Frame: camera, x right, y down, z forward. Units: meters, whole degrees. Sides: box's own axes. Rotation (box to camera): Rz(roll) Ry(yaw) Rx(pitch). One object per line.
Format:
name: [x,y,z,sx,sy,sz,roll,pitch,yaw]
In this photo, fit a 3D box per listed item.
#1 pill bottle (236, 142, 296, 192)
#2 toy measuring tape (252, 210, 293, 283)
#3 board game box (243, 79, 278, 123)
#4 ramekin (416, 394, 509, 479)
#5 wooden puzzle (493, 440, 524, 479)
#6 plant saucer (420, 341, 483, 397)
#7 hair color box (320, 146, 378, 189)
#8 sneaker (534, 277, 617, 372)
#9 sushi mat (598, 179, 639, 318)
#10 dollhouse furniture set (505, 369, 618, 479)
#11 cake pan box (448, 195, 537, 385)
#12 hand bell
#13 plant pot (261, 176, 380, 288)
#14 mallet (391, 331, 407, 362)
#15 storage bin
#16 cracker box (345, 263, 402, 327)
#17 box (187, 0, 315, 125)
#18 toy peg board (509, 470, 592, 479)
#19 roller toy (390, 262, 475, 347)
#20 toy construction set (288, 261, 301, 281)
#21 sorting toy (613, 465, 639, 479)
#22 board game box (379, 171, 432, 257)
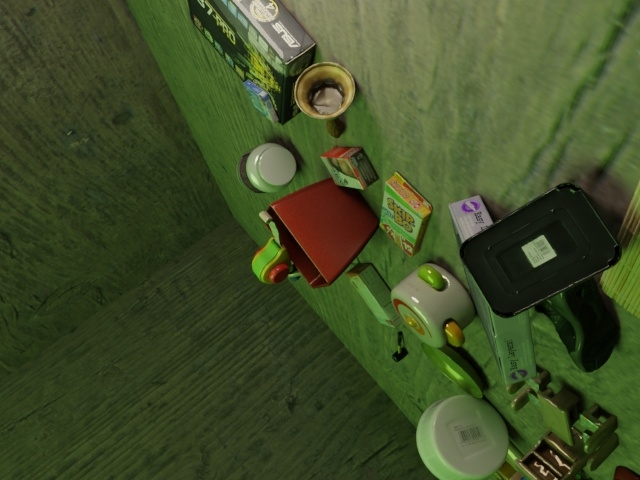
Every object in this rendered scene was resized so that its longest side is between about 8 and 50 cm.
pill bottle: [-0.183,-0.246,1.829,0.169,0.169,0.301,56,167,-14]
toy measuring tape: [-0.160,0.042,1.573,0.121,0.121,0.330,46,165,29]
board game box: [-0.152,-0.356,1.362,0.090,0.020,0.090,42,167,34]
ramekin: [0.454,0.624,1.678,0.277,0.277,0.135,49,159,19]
wooden puzzle: [0.615,0.767,1.891,0.322,0.080,0.348,49,166,19]
plant saucer: [0.415,0.391,1.653,0.241,0.037,0.241,43,168,11]
hair color box: [0.071,-0.186,1.355,0.093,0.053,0.167,59,165,-20]
sneaker: [0.412,0.117,0.895,0.227,0.087,0.130,55,178,-26]
sushi mat: [0.444,0.020,0.662,0.151,0.019,0.316,45,165,35]
dollhouse furniture set: [0.518,0.440,1.190,0.212,0.161,0.242,37,159,52]
cake pan box: [0.313,0.093,0.968,0.246,0.070,0.267,-92,-18,-49]
hand bell: [0.025,-0.288,1.206,0.126,0.126,0.242,50,180,13]
plant pot: [0.012,-0.039,1.537,0.267,0.236,0.267,54,167,-1]
mallet: [0.307,0.423,2.107,0.039,0.062,0.189,42,163,36]
storage bin: [0.301,0.015,0.731,0.084,0.180,0.122,-1,-120,-60]
cracker box: [0.196,0.191,1.877,0.232,0.067,0.156,55,168,-6]
box: [-0.178,-0.507,1.283,0.395,0.097,0.318,51,165,5]
toy peg board: [0.619,0.638,1.398,0.161,0.160,0.079,46,150,29]
roller toy: [0.280,0.171,1.349,0.209,0.146,0.191,52,168,0]
toy construction set: [0.000,0.000,1.863,0.237,0.257,0.309,2,107,51]
sorting toy: [0.692,0.661,1.245,0.127,0.126,0.365,42,162,40]
board game box: [0.202,-0.056,1.287,0.124,0.039,0.259,48,163,20]
